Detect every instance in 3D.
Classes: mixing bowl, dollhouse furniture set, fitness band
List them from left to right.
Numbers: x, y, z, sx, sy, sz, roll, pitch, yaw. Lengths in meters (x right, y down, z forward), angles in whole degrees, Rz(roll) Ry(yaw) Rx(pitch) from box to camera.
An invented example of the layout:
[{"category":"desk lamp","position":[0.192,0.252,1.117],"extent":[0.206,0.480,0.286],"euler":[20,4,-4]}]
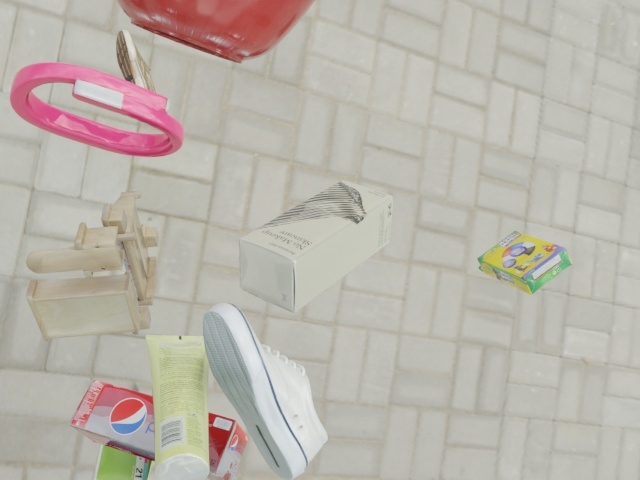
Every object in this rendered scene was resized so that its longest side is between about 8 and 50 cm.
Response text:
[{"category":"dollhouse furniture set","position":[-0.434,0.005,1.292],"extent":[0.173,0.356,0.303],"euler":[-5,132,-5]},{"category":"fitness band","position":[-0.375,-0.217,1.145],"extent":[0.290,0.209,0.054],"euler":[18,71,-35]},{"category":"mixing bowl","position":[-0.084,-0.192,0.492],"extent":[0.181,0.181,0.098],"euler":[16,99,-22]}]

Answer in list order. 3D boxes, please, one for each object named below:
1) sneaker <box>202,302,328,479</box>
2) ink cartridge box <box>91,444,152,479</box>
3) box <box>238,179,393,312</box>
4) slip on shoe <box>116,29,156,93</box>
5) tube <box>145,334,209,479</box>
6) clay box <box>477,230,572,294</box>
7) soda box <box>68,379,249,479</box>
[{"category":"sneaker","position":[-0.069,0.183,0.867],"extent":[0.091,0.094,0.258],"euler":[-37,115,-37]},{"category":"ink cartridge box","position":[-0.364,0.391,1.249],"extent":[0.097,0.189,0.255],"euler":[13,108,-15]},{"category":"box","position":[0.000,0.000,1.062],"extent":[0.275,0.113,0.094],"euler":[-34,135,-47]},{"category":"slip on shoe","position":[-0.316,-0.296,1.158],"extent":[0.041,0.051,0.135],"euler":[-20,97,-39]},{"category":"tube","position":[-0.177,0.200,0.852],"extent":[0.062,0.240,0.070],"euler":[-38,124,12]},{"category":"clay box","position":[0.474,0.045,1.599],"extent":[0.127,0.222,0.053],"euler":[-35,113,-10]},{"category":"soda box","position":[-0.254,0.303,1.062],"extent":[0.263,0.092,0.083],"euler":[12,60,16]}]
